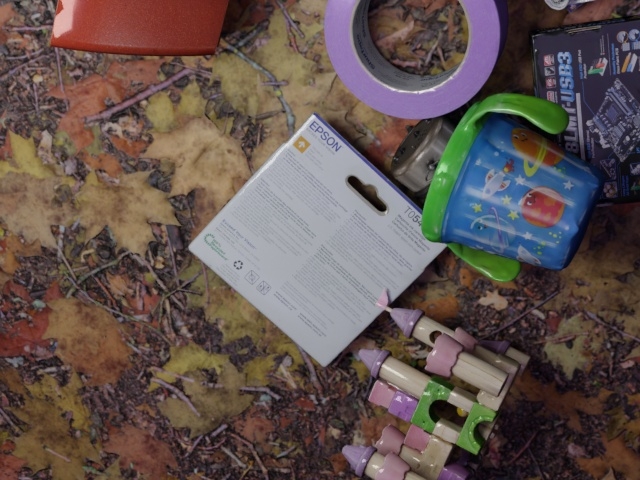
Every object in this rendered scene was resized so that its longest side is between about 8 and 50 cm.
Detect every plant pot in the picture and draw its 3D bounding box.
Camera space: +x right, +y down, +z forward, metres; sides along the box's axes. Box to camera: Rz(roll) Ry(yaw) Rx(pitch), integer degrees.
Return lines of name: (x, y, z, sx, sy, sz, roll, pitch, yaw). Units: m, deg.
plant pot: (-0.250, -0.414, 1.483, 0.236, 0.267, 0.267, 14, 109, -9)

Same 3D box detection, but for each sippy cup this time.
sippy cup: (0.303, -0.068, 1.485, 0.224, 0.305, 0.240, 25, 86, 17)

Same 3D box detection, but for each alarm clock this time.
alarm clock: (0.168, -0.138, 1.539, 0.064, 0.192, 0.129, 35, 107, -17)

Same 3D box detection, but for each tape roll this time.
tape roll: (0.148, -0.331, 1.502, 0.275, 0.090, 0.274, 8, 119, 16)

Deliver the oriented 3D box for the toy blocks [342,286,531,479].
toy blocks: (0.172, 0.261, 1.646, 0.260, 0.309, 0.288, 26, 102, 19)

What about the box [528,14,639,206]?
box: (0.493, -0.206, 1.542, 0.293, 0.073, 0.295, -7, 106, 10)

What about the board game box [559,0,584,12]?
board game box: (0.414, -0.458, 1.487, 0.170, 0.048, 0.141, -35, 99, 16)

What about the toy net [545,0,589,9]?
toy net: (0.307, -0.394, 1.486, 0.232, 0.045, 0.122, 23, 126, 13)

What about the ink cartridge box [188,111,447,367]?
ink cartridge box: (0.000, 0.000, 1.668, 0.324, 0.071, 0.330, 43, 104, -7)
